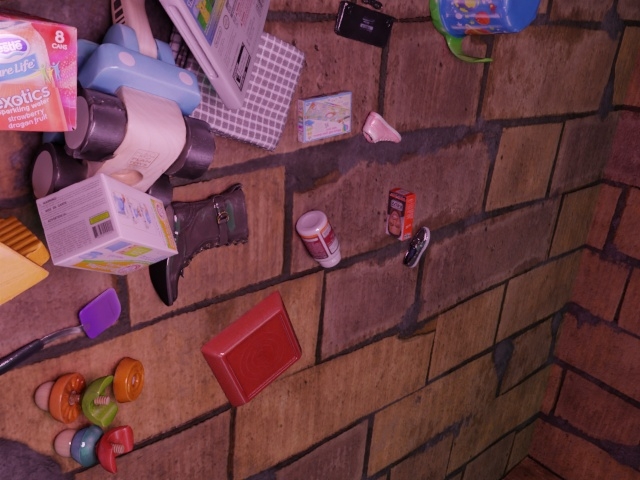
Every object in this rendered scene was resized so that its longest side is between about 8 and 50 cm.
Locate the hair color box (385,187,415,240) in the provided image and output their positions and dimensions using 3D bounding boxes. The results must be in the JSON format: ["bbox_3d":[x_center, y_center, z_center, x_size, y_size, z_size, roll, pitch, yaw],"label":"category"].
[{"bbox_3d":[0.239,-0.078,1.733,0.043,0.072,0.141,-19,122,-36],"label":"hair color box"}]

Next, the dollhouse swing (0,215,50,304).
[{"bbox_3d":[-0.610,-0.040,0.773,0.315,0.346,0.305,-36,121,-25],"label":"dollhouse swing"}]

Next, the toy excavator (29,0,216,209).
[{"bbox_3d":[-0.334,-0.316,0.993,0.222,0.445,0.433,6,147,-46],"label":"toy excavator"}]

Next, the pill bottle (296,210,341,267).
[{"bbox_3d":[0.000,0.000,1.540,0.086,0.086,0.152,-44,134,-18],"label":"pill bottle"}]

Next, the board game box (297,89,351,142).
[{"bbox_3d":[0.011,-0.308,1.437,0.154,0.026,0.103,-20,123,-35],"label":"board game box"}]

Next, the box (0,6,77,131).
[{"bbox_3d":[-0.469,-0.254,0.818,0.154,0.300,0.142,-6,115,-40],"label":"box"}]

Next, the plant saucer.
[{"bbox_3d":[-0.165,0.305,1.568,0.259,0.047,0.258,-36,131,-23],"label":"plant saucer"}]

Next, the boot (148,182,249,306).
[{"bbox_3d":[-0.259,0.009,1.300,0.229,0.091,0.263,-10,115,-39],"label":"boot"}]

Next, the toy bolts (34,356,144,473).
[{"bbox_3d":[-0.500,0.371,1.264,0.218,0.158,0.229,-57,148,-73],"label":"toy bolts"}]

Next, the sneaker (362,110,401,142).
[{"bbox_3d":[0.161,-0.286,1.573,0.134,0.051,0.070,32,89,-43],"label":"sneaker"}]

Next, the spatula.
[{"bbox_3d":[-0.540,0.200,1.176,0.296,0.030,0.084,-30,131,-29],"label":"spatula"}]

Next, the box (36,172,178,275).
[{"bbox_3d":[-0.327,-0.017,0.918,0.114,0.103,0.203,-21,169,7],"label":"box"}]

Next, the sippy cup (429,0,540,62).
[{"bbox_3d":[0.446,-0.645,1.530,0.240,0.224,0.305,-46,134,-16],"label":"sippy cup"}]

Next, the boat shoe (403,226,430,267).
[{"bbox_3d":[0.308,0.022,1.866,0.040,0.049,0.142,10,106,-45],"label":"boat shoe"}]

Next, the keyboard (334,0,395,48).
[{"bbox_3d":[0.112,-0.541,1.419,0.180,0.023,0.108,-3,119,-43],"label":"keyboard"}]

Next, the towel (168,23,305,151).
[{"bbox_3d":[-0.177,-0.324,1.186,0.283,0.121,0.235,10,103,-45],"label":"towel"}]

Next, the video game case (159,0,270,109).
[{"bbox_3d":[-0.172,-0.442,0.969,0.300,0.036,0.329,59,34,-55],"label":"video game case"}]
